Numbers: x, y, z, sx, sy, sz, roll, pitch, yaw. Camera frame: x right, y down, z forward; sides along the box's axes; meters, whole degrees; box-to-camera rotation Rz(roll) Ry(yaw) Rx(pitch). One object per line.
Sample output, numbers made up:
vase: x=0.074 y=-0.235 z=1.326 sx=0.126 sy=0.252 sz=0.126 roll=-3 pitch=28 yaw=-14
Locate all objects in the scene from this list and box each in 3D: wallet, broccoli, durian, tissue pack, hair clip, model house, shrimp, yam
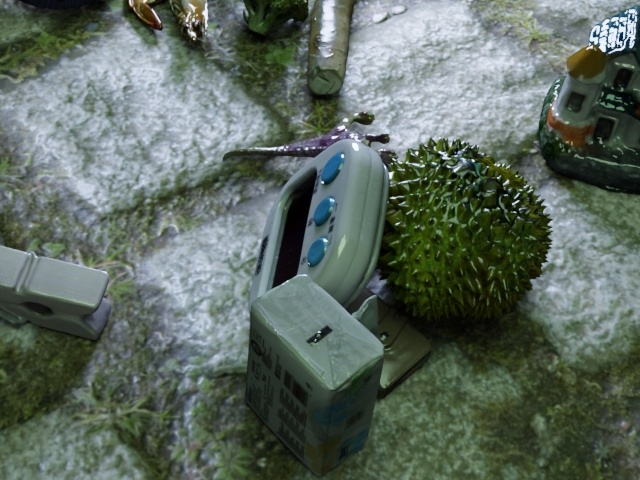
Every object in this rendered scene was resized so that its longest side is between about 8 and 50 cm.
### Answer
wallet: x=0.069 y=0.134 z=1.663 sx=0.152 sy=0.039 sz=0.118 roll=39 pitch=62 yaw=23
broccoli: x=-0.082 y=-0.401 z=2.007 sx=0.130 sy=0.131 sz=0.120 roll=21 pitch=95 yaw=8
durian: x=0.190 y=-0.022 z=1.672 sx=0.291 sy=0.225 sz=0.291 roll=3 pitch=44 yaw=-3
tissue pack: x=0.006 y=0.159 z=1.518 sx=0.145 sy=0.229 sz=0.159 roll=-33 pitch=61 yaw=-27
hair clip: x=-0.452 y=0.055 z=1.644 sx=0.330 sy=0.101 sz=0.085 roll=16 pitch=50 yaw=4
model house: x=0.492 y=-0.243 z=1.830 sx=0.271 sy=0.301 sz=0.190 roll=16 pitch=46 yaw=7
shrimp: x=-0.255 y=-0.401 z=2.025 sx=0.133 sy=0.053 sz=0.236 roll=-12 pitch=54 yaw=-12
yam: x=0.020 y=-0.370 z=2.016 sx=0.071 sy=0.067 sz=0.317 roll=21 pitch=49 yaw=-19

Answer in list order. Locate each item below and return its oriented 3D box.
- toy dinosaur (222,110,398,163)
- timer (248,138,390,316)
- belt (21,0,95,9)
toy dinosaur: x=0.008 y=-0.147 z=1.833 sx=0.251 sy=0.072 sz=0.199 roll=20 pitch=27 yaw=40
timer: x=0.000 y=0.000 z=1.641 sx=0.087 sy=0.237 sz=0.262 roll=26 pitch=54 yaw=-22
belt: x=-0.411 y=-0.471 z=2.020 sx=0.230 sy=0.126 sz=0.140 roll=-23 pitch=84 yaw=-19
